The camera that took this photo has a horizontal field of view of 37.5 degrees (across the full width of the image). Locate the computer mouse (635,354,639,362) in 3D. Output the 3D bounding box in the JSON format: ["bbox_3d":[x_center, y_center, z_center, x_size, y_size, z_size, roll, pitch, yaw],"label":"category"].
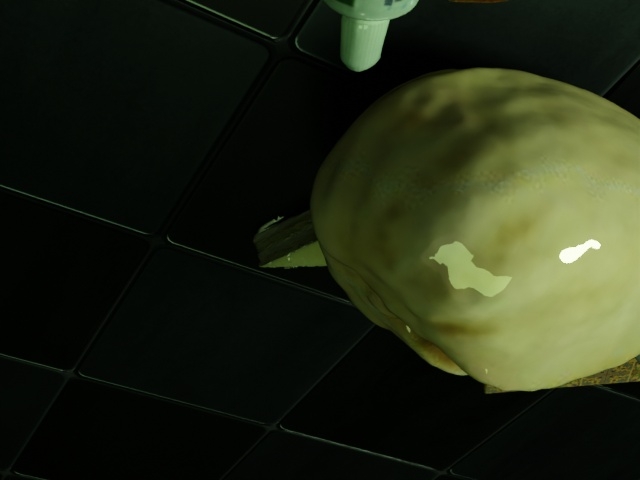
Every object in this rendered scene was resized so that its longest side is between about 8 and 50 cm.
[{"bbox_3d":[0.390,0.005,0.822,0.184,0.121,0.297,20,121,-35],"label":"computer mouse"}]

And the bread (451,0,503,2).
[{"bbox_3d":[0.105,-0.191,0.642,0.109,0.043,0.062,28,128,-31],"label":"bread"}]

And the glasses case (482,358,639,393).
[{"bbox_3d":[0.278,0.115,0.988,0.218,0.049,0.075,-5,145,4],"label":"glasses case"}]

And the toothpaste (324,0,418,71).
[{"bbox_3d":[0.042,-0.251,0.462,0.098,0.061,0.392,-20,139,-26],"label":"toothpaste"}]

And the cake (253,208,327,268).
[{"bbox_3d":[0.000,0.000,0.845,0.121,0.052,0.065,-21,137,19],"label":"cake"}]

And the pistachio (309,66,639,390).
[{"bbox_3d":[0.143,-0.007,0.721,0.321,0.229,0.238,9,94,-24],"label":"pistachio"}]
